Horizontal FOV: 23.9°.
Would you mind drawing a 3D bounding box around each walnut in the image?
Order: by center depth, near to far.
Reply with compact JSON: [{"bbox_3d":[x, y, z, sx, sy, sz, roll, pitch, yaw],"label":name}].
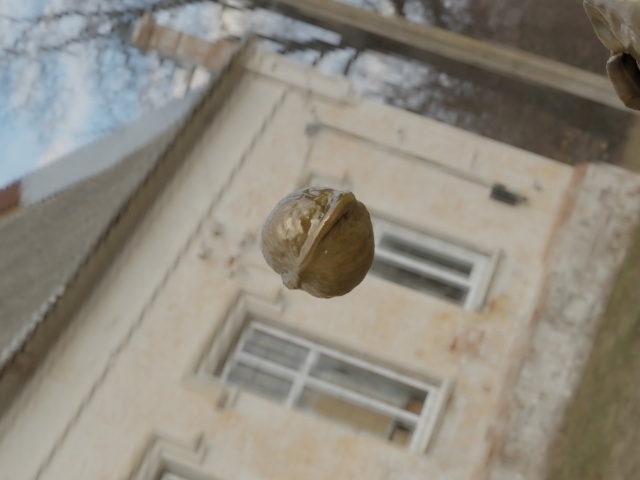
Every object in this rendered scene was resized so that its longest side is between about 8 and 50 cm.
[{"bbox_3d":[0.000,0.000,2.025,0.149,0.166,0.166,-58,1,36],"label":"walnut"}]

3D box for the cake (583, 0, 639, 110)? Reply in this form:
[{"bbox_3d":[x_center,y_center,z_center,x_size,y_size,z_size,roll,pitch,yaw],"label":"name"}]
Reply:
[{"bbox_3d":[0.461,-0.277,1.724,0.321,0.332,0.332,109,-175,-52],"label":"cake"}]
